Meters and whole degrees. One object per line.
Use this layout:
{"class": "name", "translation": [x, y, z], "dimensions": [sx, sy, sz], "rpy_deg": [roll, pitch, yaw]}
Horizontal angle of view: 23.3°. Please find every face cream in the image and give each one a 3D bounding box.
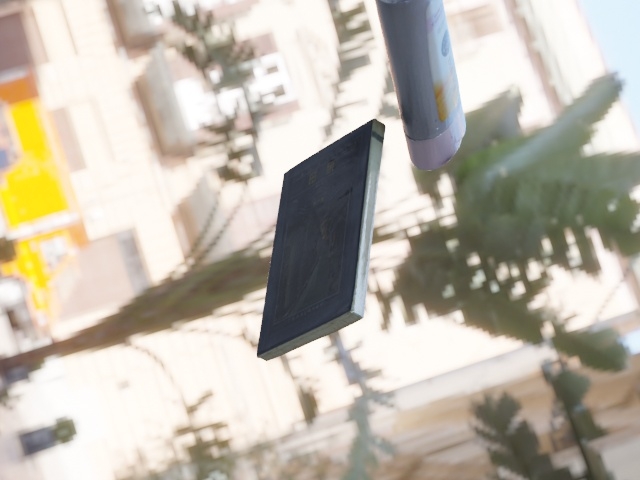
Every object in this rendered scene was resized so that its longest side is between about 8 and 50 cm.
{"class": "face cream", "translation": [0.119, -0.209, 1.830], "dimensions": [0.107, 0.073, 0.269], "rpy_deg": [-62, 152, -34]}

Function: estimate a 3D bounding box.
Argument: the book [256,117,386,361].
{"class": "book", "translation": [0.000, 0.000, 1.890], "dimensions": [0.191, 0.025, 0.269], "rpy_deg": [-27, -134, 46]}
